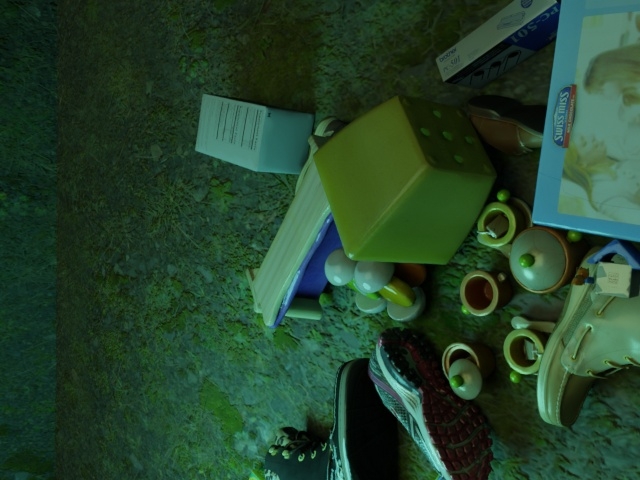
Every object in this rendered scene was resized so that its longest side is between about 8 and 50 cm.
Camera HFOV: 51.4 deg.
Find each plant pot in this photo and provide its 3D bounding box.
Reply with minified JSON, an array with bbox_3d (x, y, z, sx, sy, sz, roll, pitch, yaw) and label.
[{"bbox_3d":[0.145,-0.104,1.043,0.187,0.212,0.212,-48,49,42],"label":"plant pot"}]

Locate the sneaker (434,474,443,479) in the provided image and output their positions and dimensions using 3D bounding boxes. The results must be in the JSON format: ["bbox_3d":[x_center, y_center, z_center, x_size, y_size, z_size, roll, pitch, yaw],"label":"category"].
[{"bbox_3d":[0.223,0.458,1.135,0.078,0.067,0.188,15,102,26],"label":"sneaker"}]

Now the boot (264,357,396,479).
[{"bbox_3d":[0.012,0.413,1.316,0.284,0.138,0.378,-3,95,49],"label":"boot"}]

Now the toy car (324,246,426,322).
[{"bbox_3d":[0.110,0.053,1.192,0.182,0.159,0.136,10,64,48],"label":"toy car"}]

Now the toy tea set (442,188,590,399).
[{"bbox_3d":[0.272,0.100,1.004,0.200,0.124,0.336,25,110,45],"label":"toy tea set"}]

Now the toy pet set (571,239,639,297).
[{"bbox_3d":[0.360,0.029,0.799,0.122,0.114,0.065,7,95,41],"label":"toy pet set"}]

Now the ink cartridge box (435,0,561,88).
[{"bbox_3d":[0.282,-0.302,0.993,0.207,0.097,0.046,-30,70,45],"label":"ink cartridge box"}]

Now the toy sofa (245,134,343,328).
[{"bbox_3d":[0.000,0.000,1.264,0.363,0.150,0.177,-62,34,29],"label":"toy sofa"}]

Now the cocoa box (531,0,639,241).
[{"bbox_3d":[0.414,-0.171,0.750,0.231,0.227,0.348,14,102,48],"label":"cocoa box"}]

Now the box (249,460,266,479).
[{"bbox_3d":[-0.130,0.614,1.551,0.105,0.043,0.179,30,112,43],"label":"box"}]

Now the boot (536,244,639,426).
[{"bbox_3d":[0.410,0.159,0.870,0.203,0.095,0.262,25,101,46],"label":"boot"}]

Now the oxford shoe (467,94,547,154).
[{"bbox_3d":[0.313,-0.160,1.000,0.212,0.076,0.076,33,139,47],"label":"oxford shoe"}]

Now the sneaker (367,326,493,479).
[{"bbox_3d":[0.182,0.291,1.131,0.299,0.120,0.112,61,142,37],"label":"sneaker"}]

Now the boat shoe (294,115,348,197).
[{"bbox_3d":[0.010,-0.133,1.325,0.073,0.080,0.224,31,110,49],"label":"boat shoe"}]

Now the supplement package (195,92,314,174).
[{"bbox_3d":[-0.148,-0.234,1.455,0.244,0.139,0.134,23,108,46],"label":"supplement package"}]
